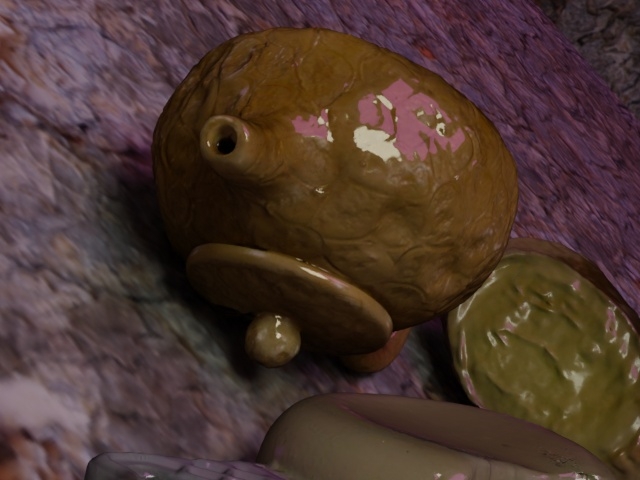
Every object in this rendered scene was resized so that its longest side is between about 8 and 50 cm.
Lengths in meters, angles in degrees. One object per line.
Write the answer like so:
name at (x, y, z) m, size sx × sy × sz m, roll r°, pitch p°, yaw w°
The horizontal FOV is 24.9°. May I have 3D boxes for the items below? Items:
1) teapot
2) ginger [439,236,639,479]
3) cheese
teapot at (0.000, 0.000, 0.815) m, size 0.203 × 0.167 × 0.311 m, roll 12°, pitch -22°, yaw 22°
ginger at (0.193, 0.116, 1.026) m, size 0.221 × 0.130 × 0.275 m, roll 37°, pitch 20°, yaw -55°
cheese at (0.019, 0.121, 0.677) m, size 0.286 × 0.082 × 0.163 m, roll 10°, pitch 4°, yaw -45°
